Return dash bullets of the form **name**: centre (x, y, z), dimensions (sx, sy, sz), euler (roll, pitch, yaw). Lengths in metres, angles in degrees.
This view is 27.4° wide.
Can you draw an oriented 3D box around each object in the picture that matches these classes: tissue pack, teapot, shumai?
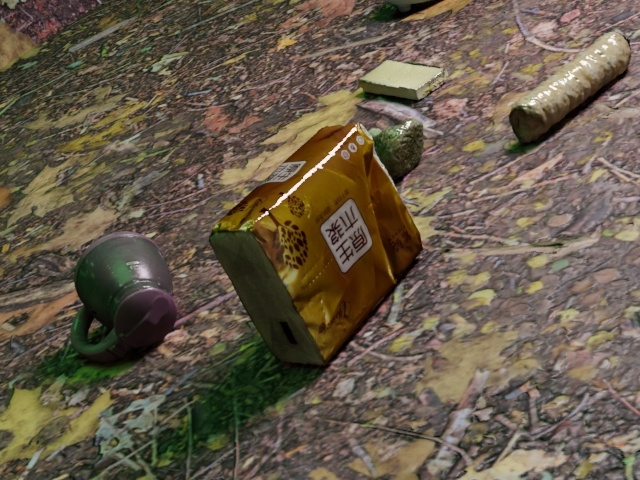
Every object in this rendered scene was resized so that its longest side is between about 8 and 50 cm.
- **tissue pack**: centre (0.000, 0.000, 1.432), dimensions (0.092, 0.183, 0.226), euler (-4, 31, 44)
- **teapot**: centre (-0.243, 0.072, 1.591), dimensions (0.148, 0.116, 0.146), euler (-25, 35, -12)
- **shumai**: centre (0.089, -0.128, 1.728), dimensions (0.080, 0.083, 0.082), euler (21, 9, 32)

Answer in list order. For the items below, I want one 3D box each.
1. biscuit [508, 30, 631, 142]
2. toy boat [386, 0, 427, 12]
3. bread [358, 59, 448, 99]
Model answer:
- **biscuit**: centre (0.328, -0.201, 1.694), dimensions (0.219, 0.061, 0.055), euler (-35, 34, -29)
- **toy boat**: centre (0.197, -0.461, 2.326), dimensions (0.208, 0.078, 0.134), euler (-26, 30, -30)
- **bread**: centre (0.124, -0.244, 1.989), dimensions (0.068, 0.028, 0.154), euler (-36, 28, -24)
